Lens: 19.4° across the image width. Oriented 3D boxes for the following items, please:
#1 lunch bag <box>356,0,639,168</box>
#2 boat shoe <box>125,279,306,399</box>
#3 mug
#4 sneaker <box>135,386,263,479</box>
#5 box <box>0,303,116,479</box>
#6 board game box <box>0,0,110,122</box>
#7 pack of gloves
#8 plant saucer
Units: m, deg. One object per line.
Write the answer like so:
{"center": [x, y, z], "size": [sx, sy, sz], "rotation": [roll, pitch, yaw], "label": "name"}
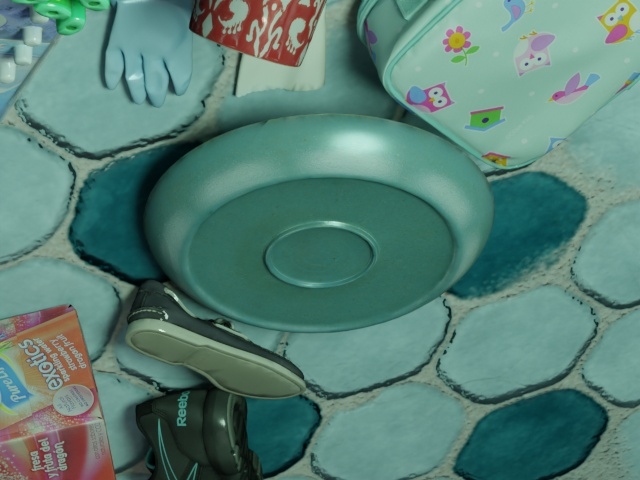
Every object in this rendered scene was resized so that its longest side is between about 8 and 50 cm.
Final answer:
{"center": [0.181, -0.206, 1.564], "size": [0.279, 0.108, 0.224], "rotation": [-43, 131, 20], "label": "lunch bag"}
{"center": [-0.094, 0.095, 1.777], "size": [0.206, 0.065, 0.075], "rotation": [25, 142, -34], "label": "boat shoe"}
{"center": [-0.043, -0.232, 1.429], "size": [0.113, 0.150, 0.169], "rotation": [6, 106, -50], "label": "mug"}
{"center": [-0.118, 0.239, 1.909], "size": [0.106, 0.101, 0.267], "rotation": [-1, 134, 8], "label": "sneaker"}
{"center": [-0.269, 0.224, 1.780], "size": [0.142, 0.154, 0.300], "rotation": [-12, 137, -9], "label": "box"}
{"center": [-0.379, -0.137, 1.320], "size": [0.390, 0.050, 0.390], "rotation": [4, 162, -23], "label": "board game box"}
{"center": [-0.080, -0.194, 1.522], "size": [0.195, 0.046, 0.232], "rotation": [-9, 135, -13], "label": "pack of gloves"}
{"center": [0.000, 0.000, 1.678], "size": [0.317, 0.044, 0.317], "rotation": [-2, 145, -2], "label": "plant saucer"}
